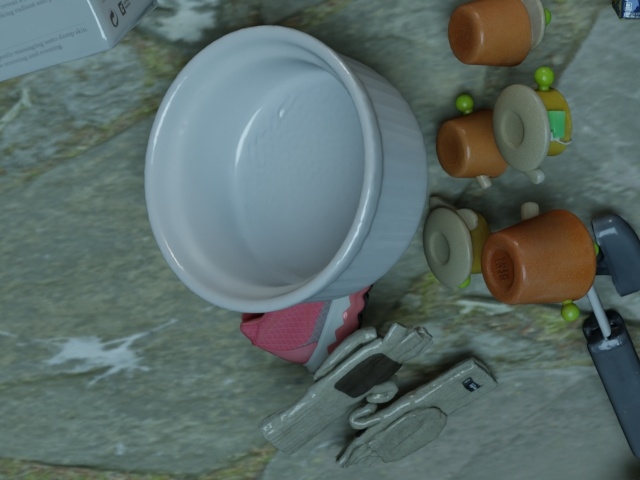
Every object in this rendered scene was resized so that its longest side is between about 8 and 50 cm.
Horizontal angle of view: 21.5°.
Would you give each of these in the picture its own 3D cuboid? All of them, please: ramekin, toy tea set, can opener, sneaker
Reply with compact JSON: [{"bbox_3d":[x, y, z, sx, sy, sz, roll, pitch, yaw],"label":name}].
[{"bbox_3d":[-0.028,-0.065,1.661,0.277,0.135,0.277,-3,84,34],"label":"ramekin"},{"bbox_3d":[0.211,-0.086,1.710,0.124,0.200,0.336,-10,117,-29],"label":"toy tea set"},{"bbox_3d":[0.337,0.103,1.826,0.095,0.076,0.283,-22,113,11],"label":"can opener"},{"bbox_3d":[0.000,0.001,1.766,0.136,0.116,0.313,16,113,-5],"label":"sneaker"}]

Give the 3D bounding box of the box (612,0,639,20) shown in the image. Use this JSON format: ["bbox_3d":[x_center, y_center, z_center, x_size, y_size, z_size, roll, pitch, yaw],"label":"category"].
[{"bbox_3d":[0.379,-0.251,1.676,0.169,0.059,0.054,0,112,1],"label":"box"}]

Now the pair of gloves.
[{"bbox_3d":[0.062,0.170,1.824,0.204,0.042,0.240,-42,143,15],"label":"pair of gloves"}]

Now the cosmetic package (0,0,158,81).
[{"bbox_3d":[-0.335,-0.348,1.577,0.217,0.156,0.385,-12,112,20],"label":"cosmetic package"}]
